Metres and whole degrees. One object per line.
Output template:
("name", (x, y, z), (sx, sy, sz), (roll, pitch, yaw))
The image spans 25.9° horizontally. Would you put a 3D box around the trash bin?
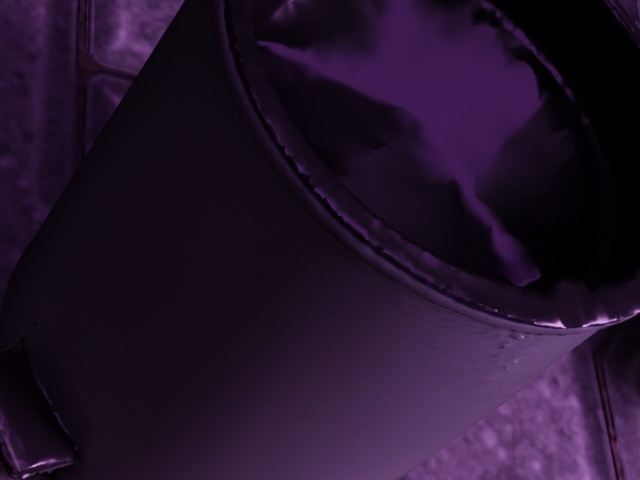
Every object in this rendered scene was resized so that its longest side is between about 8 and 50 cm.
("trash bin", (0.000, 0.000, 0.620), (0.277, 0.262, 0.217), (-18, 71, -38))
